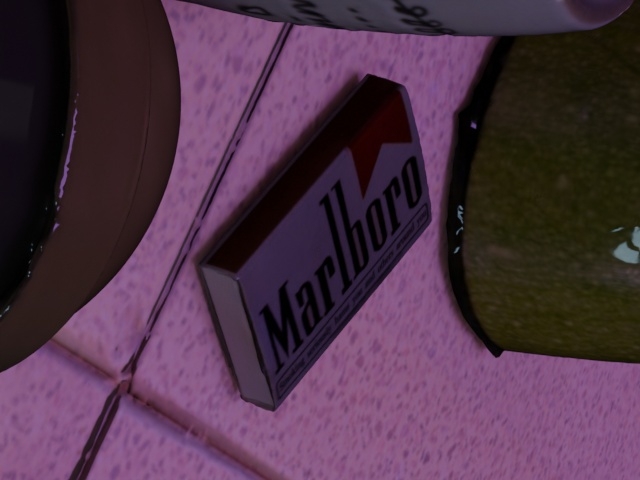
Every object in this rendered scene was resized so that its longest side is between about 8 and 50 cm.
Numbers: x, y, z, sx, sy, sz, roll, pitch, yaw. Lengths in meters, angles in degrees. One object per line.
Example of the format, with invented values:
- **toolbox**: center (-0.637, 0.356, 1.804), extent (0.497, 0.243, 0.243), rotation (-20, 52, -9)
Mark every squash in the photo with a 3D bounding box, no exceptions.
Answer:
- **squash**: center (0.291, -0.029, 1.337), extent (0.310, 0.308, 0.310), rotation (-35, 133, -48)

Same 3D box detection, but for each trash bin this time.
- **trash bin**: center (-0.191, -0.051, 0.649), extent (0.334, 0.214, 0.214), rotation (0, 105, -50)

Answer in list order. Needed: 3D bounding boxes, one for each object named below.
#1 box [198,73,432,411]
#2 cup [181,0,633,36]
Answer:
- **box**: center (0.000, 0.000, 1.143), extent (0.177, 0.036, 0.115), rotation (-50, 142, -34)
- **cup**: center (0.018, -0.185, 0.894), extent (0.258, 0.234, 0.186), rotation (1, 103, -56)
